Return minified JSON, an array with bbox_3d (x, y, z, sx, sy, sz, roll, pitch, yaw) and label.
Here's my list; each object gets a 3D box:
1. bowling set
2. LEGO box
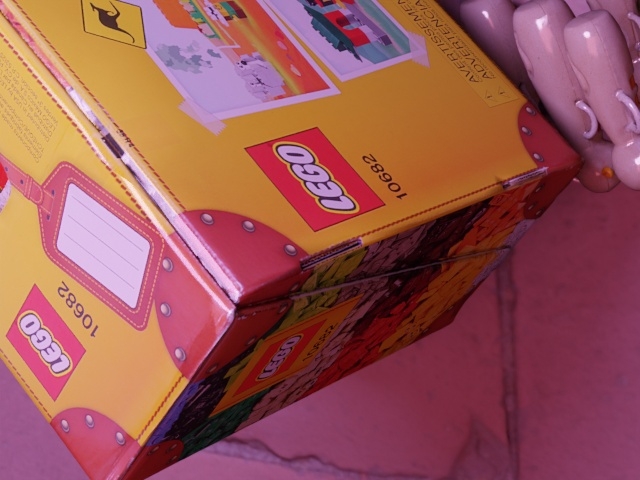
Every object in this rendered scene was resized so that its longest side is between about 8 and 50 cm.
[{"bbox_3d":[0.242,-0.134,1.055,0.200,0.287,0.154,-26,108,-3],"label":"bowling set"},{"bbox_3d":[-0.122,-0.130,0.988,0.500,0.372,0.193,50,130,17],"label":"LEGO box"}]
